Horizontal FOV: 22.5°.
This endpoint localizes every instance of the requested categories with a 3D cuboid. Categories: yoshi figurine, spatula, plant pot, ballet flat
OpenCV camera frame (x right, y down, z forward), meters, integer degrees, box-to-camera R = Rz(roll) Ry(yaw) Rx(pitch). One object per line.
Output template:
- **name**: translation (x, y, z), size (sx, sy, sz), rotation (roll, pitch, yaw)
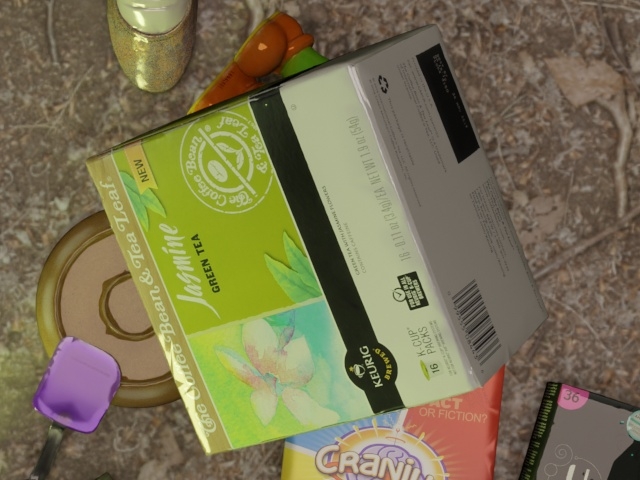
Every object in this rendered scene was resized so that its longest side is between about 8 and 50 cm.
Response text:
- **yoshi figurine**: translation (0.025, -0.066, 1.764), size (0.362, 0.203, 0.203), rotation (41, 85, -5)
- **spatula**: translation (-0.314, 0.255, 1.812), size (0.084, 0.030, 0.296), rotation (25, 96, 3)
- **plant pot**: translation (-0.210, 0.074, 1.835), size (0.236, 0.032, 0.236), rotation (0, 86, -1)
- **ballet flat**: translation (-0.191, -0.329, 1.819), size (0.108, 0.106, 0.316), rotation (1, 87, -1)

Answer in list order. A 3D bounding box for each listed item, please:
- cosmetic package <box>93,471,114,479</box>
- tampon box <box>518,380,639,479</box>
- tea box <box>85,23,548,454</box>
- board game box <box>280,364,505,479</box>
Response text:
- **cosmetic package**: translation (-0.205, 0.379, 1.773), size (0.107, 0.127, 0.238), rotation (-37, 86, -3)
- **tampon box**: translation (0.296, 0.251, 1.799), size (0.120, 0.101, 0.161), rotation (17, 87, -1)
- **tea box**: translation (0.000, 0.000, 1.601), size (0.323, 0.220, 0.329), rotation (-18, 98, 30)
- **board game box**: translation (0.072, 0.275, 1.813), size (0.242, 0.064, 0.316), rotation (6, 87, -1)
